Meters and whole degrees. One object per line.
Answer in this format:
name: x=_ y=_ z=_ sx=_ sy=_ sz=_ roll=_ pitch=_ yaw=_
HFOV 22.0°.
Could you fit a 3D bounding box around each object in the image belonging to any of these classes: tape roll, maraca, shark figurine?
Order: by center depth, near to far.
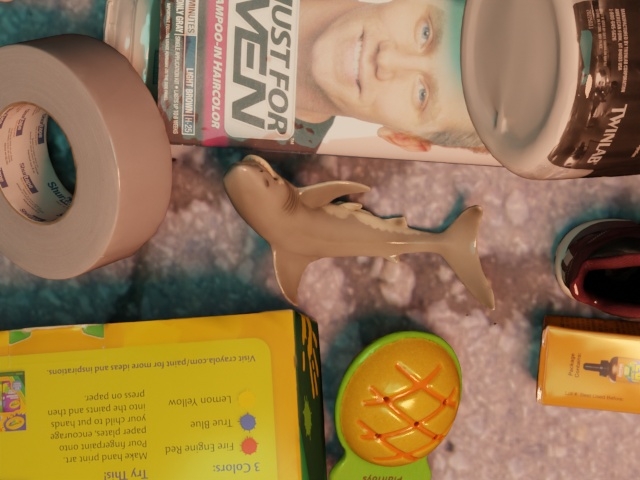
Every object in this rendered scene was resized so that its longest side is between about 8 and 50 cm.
tape roll: x=-0.239 y=-0.078 z=1.518 sx=0.219 sy=0.072 sz=0.219 roll=14 pitch=113 yaw=35
shark figurine: x=0.014 y=0.009 z=1.530 sx=0.278 sy=0.166 sz=0.116 roll=16 pitch=75 yaw=-22
maraca: x=0.070 y=0.169 z=1.562 sx=0.127 sy=0.099 sz=0.186 roll=4 pitch=112 yaw=-18

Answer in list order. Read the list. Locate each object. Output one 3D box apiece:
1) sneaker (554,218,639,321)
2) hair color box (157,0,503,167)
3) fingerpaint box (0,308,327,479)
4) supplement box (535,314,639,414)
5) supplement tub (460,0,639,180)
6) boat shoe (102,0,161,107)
sneaker: x=0.350 y=0.027 z=1.463 sx=0.281 sy=0.162 sz=0.106 roll=-10 pitch=99 yaw=10
hair color box: x=0.031 y=-0.167 z=1.498 sx=0.347 sy=0.105 sz=0.174 roll=4 pitch=102 yaw=6
fingerpaint box: x=-0.217 y=0.267 z=1.541 sx=0.444 sy=0.163 sz=0.371 roll=-5 pitch=82 yaw=9
supplement box: x=0.319 y=0.119 z=1.531 sx=0.233 sy=0.080 sz=0.078 roll=5 pitch=101 yaw=5
supplement tub: x=0.303 y=-0.159 z=1.360 sx=0.338 sy=0.207 sz=0.207 roll=-4 pitch=102 yaw=-23
boat shoe: x=-0.186 y=-0.148 z=1.555 sx=0.063 sy=0.066 sz=0.184 roll=10 pitch=105 yaw=20
